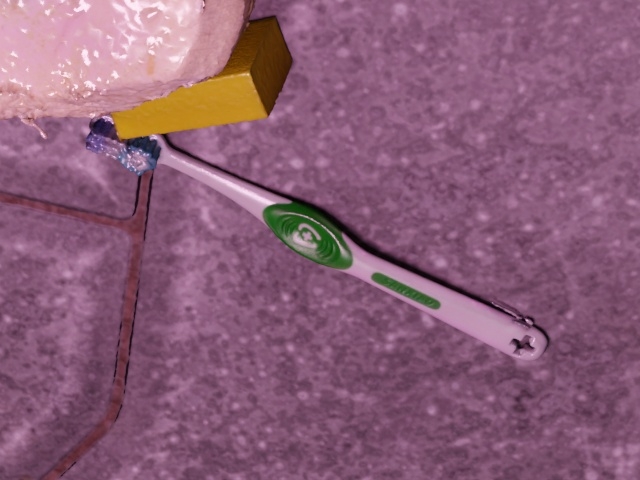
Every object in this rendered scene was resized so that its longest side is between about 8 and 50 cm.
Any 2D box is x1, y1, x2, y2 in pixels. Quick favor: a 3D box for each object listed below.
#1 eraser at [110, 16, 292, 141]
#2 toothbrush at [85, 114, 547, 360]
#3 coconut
[{"bbox_3d":[-0.093,-0.123,1.499,0.122,0.097,0.045,-9,120,17],"label":"eraser"},{"bbox_3d":[0.001,-0.003,1.592,0.418,0.040,0.042,26,121,-9],"label":"toothbrush"},{"bbox_3d":[-0.175,-0.234,1.357,0.297,0.254,0.297,2,117,4],"label":"coconut"}]
